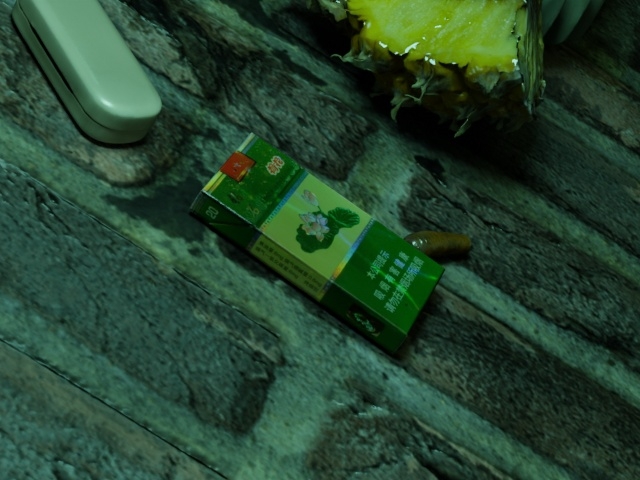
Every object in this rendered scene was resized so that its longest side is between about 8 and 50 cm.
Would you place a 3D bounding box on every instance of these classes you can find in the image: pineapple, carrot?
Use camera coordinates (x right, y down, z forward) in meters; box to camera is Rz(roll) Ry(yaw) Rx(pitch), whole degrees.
[{"bbox_3d":[0.107,-0.238,2.008,0.286,0.209,0.344,1,49,13],"label":"pineapple"},{"bbox_3d":[0.115,0.005,1.820,0.093,0.032,0.032,-4,51,-46],"label":"carrot"}]

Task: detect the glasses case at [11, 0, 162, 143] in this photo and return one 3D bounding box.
[{"bbox_3d":[-0.224,-0.174,1.731,0.083,0.050,0.196,-7,52,-40],"label":"glasses case"}]

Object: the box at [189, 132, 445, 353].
[{"bbox_3d":[0.000,0.000,1.726,0.235,0.034,0.132,35,35,1],"label":"box"}]

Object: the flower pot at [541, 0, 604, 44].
[{"bbox_3d":[0.249,-0.373,2.251,0.254,0.164,0.367,27,36,-1],"label":"flower pot"}]
